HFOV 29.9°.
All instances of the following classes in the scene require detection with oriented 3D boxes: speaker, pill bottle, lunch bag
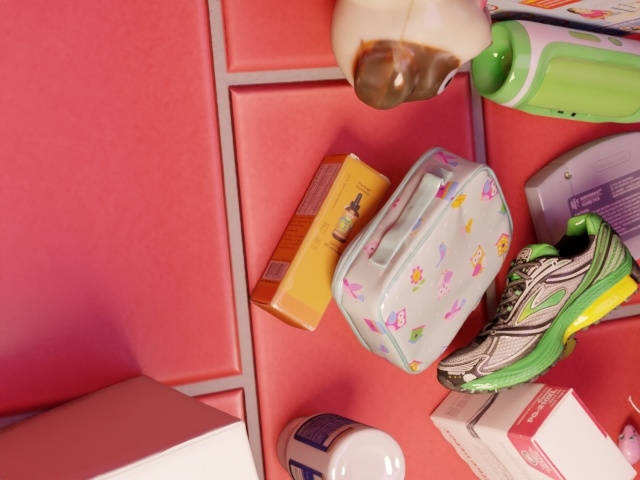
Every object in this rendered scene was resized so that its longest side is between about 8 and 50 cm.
[{"bbox_3d":[0.374,-0.245,1.760,0.296,0.131,0.131,4,90,-27],"label":"speaker"},{"bbox_3d":[0.019,0.285,1.564,0.112,0.186,0.112,-1,93,-27],"label":"pill bottle"},{"bbox_3d":[0.141,0.019,1.618,0.279,0.108,0.224,-53,141,-16],"label":"lunch bag"}]

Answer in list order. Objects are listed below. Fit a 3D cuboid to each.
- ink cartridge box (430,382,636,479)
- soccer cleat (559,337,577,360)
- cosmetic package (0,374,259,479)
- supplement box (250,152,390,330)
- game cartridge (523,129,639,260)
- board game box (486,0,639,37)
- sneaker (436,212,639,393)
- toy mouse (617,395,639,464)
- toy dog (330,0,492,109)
[{"bbox_3d":[0.292,0.285,1.677,0.100,0.237,0.172,-47,111,-21],"label":"ink cartridge box"},{"bbox_3d":[0.327,0.105,1.787,0.072,0.060,0.179,-31,108,-24],"label":"soccer cleat"},{"bbox_3d":[-0.239,0.410,1.358,0.327,0.329,0.394,-19,101,-25],"label":"cosmetic package"},{"bbox_3d":[0.000,0.000,1.607,0.078,0.080,0.233,34,79,-25],"label":"supplement box"},{"bbox_3d":[0.449,-0.060,1.847,0.294,0.060,0.196,-20,104,-25],"label":"game cartridge"},{"bbox_3d":[0.378,-0.361,1.656,0.301,0.308,0.086,5,88,-28],"label":"board game box"},{"bbox_3d":[0.288,0.089,1.686,0.343,0.134,0.146,-39,107,-17],"label":"sneaker"},{"bbox_3d":[0.508,0.309,1.854,0.031,0.161,0.143,-20,85,-61],"label":"toy mouse"},{"bbox_3d":[0.073,-0.367,1.507,0.395,0.284,0.408,-20,111,7],"label":"toy dog"}]
